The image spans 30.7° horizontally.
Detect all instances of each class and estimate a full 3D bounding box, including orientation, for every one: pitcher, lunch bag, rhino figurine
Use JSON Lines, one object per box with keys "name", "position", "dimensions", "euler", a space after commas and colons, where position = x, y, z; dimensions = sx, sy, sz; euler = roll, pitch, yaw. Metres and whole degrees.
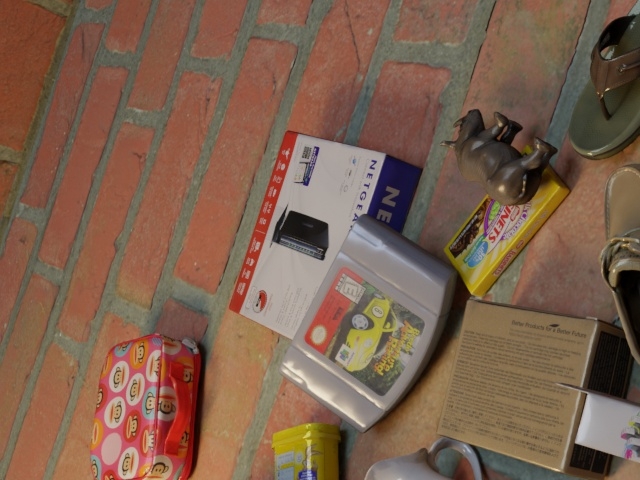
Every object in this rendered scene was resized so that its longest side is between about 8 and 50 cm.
{"name": "pitcher", "position": [0.182, 0.356, 1.531], "dimensions": [0.207, 0.177, 0.126], "euler": [42, 143, 32]}
{"name": "lunch bag", "position": [-0.323, 0.326, 2.212], "dimensions": [0.258, 0.120, 0.293], "euler": [-20, 59, 47]}
{"name": "rhino figurine", "position": [0.242, -0.126, 1.652], "dimensions": [0.106, 0.073, 0.243], "euler": [-59, 32, 11]}

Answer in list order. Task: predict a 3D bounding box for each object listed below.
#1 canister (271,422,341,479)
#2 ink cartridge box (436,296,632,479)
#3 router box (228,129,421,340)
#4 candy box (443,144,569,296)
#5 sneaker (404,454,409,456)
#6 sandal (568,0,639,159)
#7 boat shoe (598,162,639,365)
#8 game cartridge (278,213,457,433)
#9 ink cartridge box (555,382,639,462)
{"name": "canister", "position": [-0.022, 0.383, 1.828], "dimensions": [0.126, 0.073, 0.170], "euler": [-26, 57, 47]}
{"name": "ink cartridge box", "position": [0.274, 0.188, 1.503], "dimensions": [0.234, 0.088, 0.193], "euler": [8, 80, 55]}
{"name": "router box", "position": [0.000, 0.000, 1.952], "dimensions": [0.301, 0.082, 0.336], "euler": [18, 91, 54]}
{"name": "candy box", "position": [0.262, -0.027, 1.663], "dimensions": [0.206, 0.027, 0.105], "euler": [-54, 41, 24]}
{"name": "sneaker", "position": [0.134, 0.393, 1.626], "dimensions": [0.051, 0.089, 0.170], "euler": [-28, 90, 33]}
{"name": "sandal", "position": [0.402, -0.251, 1.521], "dimensions": [0.120, 0.086, 0.303], "euler": [39, 107, 53]}
{"name": "boat shoe", "position": [0.392, 0.028, 1.404], "dimensions": [0.109, 0.098, 0.302], "euler": [-34, 50, 41]}
{"name": "game cartridge", "position": [0.076, 0.133, 1.739], "dimensions": [0.196, 0.060, 0.294], "euler": [32, 110, 15]}
{"name": "ink cartridge box", "position": [0.353, 0.214, 1.308], "dimensions": [0.181, 0.104, 0.062], "euler": [15, 88, 24]}
